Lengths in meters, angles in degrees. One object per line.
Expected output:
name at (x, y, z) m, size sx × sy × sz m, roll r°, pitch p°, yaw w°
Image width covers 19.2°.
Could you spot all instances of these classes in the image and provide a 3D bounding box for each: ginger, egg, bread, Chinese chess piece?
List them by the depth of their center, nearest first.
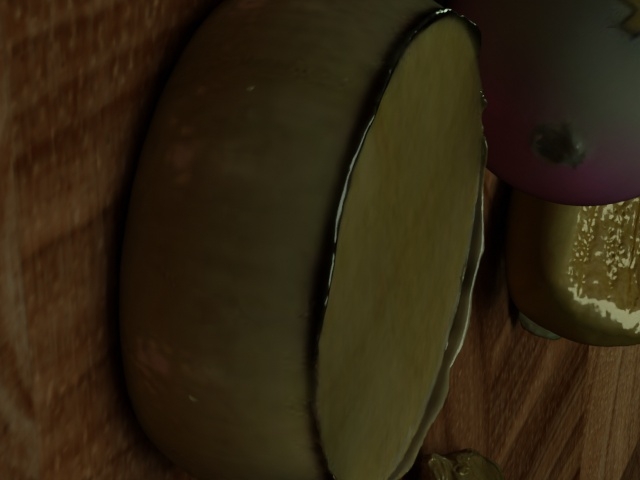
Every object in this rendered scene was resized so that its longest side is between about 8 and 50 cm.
Chinese chess piece at (0.000, 0.000, 0.904) m, size 0.257 × 0.104 × 0.257 m, roll 10°, pitch 90°, yaw -70°
egg at (0.180, -0.139, 1.195) m, size 0.271 × 0.196 × 0.196 m, roll -47°, pitch 143°, yaw -41°
ginger at (0.106, 0.197, 1.349) m, size 0.165 × 0.067 × 0.096 m, roll 12°, pitch 67°, yaw -70°
bread at (0.207, -0.025, 1.436) m, size 0.098 × 0.147 × 0.217 m, roll -20°, pitch -129°, yaw 63°

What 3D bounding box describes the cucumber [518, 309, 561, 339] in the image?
cucumber at (0.222, -0.031, 1.553) m, size 0.074 × 0.074 × 0.241 m, roll 73°, pitch 32°, yaw -52°
